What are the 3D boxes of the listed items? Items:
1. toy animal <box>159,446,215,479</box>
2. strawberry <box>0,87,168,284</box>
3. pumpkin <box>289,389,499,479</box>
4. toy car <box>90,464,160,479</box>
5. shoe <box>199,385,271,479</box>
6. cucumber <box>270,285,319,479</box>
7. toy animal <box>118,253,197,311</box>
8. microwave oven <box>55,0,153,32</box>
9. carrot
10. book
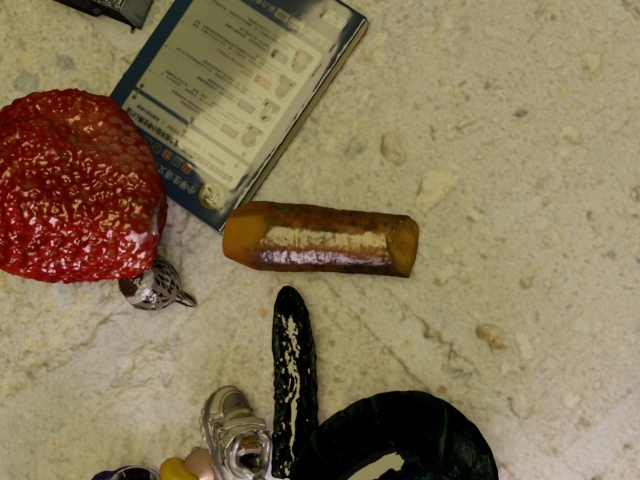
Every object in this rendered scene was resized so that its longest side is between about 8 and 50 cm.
[{"bbox_3d":[-0.207,0.384,1.862,0.091,0.114,0.082,9,122,31],"label":"toy animal"},{"bbox_3d":[-0.384,-0.074,1.799,0.351,0.267,0.312,18,100,32],"label":"strawberry"},{"bbox_3d":[0.107,0.363,1.731,0.315,0.238,0.315,-1,104,-4],"label":"pumpkin"},{"bbox_3d":[-0.331,0.468,1.829,0.157,0.172,0.235,-1,80,23],"label":"toy car"},{"bbox_3d":[-0.127,0.311,1.821,0.089,0.092,0.180,-3,74,-30],"label":"shoe"},{"bbox_3d":[-0.041,0.222,1.842,0.081,0.072,0.304,-4,84,45],"label":"cucumber"},{"bbox_3d":[-0.265,0.075,1.882,0.137,0.098,0.098,30,90,5],"label":"toy animal"},{"bbox_3d":[-0.374,-0.460,1.928,0.205,0.129,0.163,22,88,11],"label":"microwave oven"},{"bbox_3d":[0.000,0.000,1.840,0.301,0.114,0.114,4,86,9],"label":"carrot"},{"bbox_3d":[-0.158,-0.262,1.921,0.300,0.039,0.428,35,91,10],"label":"book"}]
